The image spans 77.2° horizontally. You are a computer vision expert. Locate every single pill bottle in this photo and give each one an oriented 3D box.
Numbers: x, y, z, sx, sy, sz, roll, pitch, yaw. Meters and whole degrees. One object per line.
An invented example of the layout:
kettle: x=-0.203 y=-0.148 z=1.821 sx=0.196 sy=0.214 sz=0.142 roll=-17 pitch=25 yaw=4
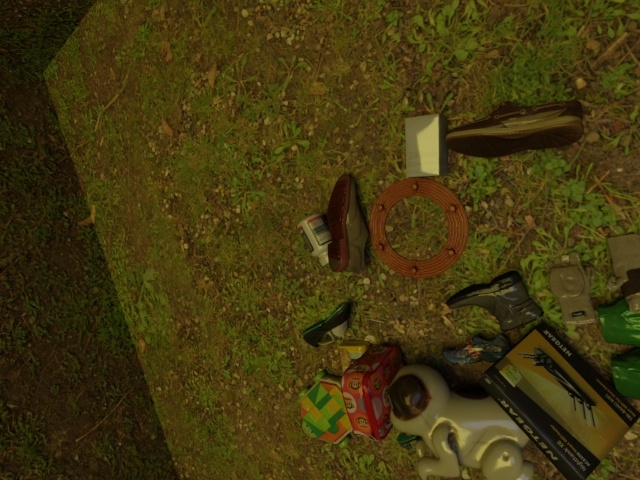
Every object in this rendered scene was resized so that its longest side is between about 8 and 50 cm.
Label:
pill bottle: x=0.000 y=0.000 z=1.470 sx=0.108 sy=0.108 sz=0.180 roll=-33 pitch=80 yaw=32

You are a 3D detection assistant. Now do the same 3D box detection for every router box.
router box: x=0.619 y=0.412 z=1.060 sx=0.309 sy=0.243 sz=0.081 roll=48 pitch=161 yaw=23

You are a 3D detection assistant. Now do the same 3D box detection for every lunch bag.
lunch bag: x=0.193 y=0.506 z=1.323 sx=0.120 sy=0.293 sz=0.258 roll=-10 pitch=97 yaw=35

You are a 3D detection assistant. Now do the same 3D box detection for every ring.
ring: x=0.308 y=-0.037 z=1.316 sx=0.337 sy=0.032 sz=0.336 roll=5 pitch=100 yaw=31

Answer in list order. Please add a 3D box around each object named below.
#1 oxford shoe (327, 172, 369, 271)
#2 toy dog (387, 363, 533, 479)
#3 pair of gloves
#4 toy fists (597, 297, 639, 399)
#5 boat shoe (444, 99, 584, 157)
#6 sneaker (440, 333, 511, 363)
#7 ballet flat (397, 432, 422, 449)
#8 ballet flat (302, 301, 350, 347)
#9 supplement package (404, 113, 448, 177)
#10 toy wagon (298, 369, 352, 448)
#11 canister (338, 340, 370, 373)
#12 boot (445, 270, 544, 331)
oxford shoe: x=0.103 y=-0.059 z=1.408 sx=0.123 sy=0.130 sz=0.347 roll=-7 pitch=79 yaw=64
toy dog: x=0.392 y=0.521 z=1.172 sx=0.408 sy=0.285 sz=0.395 roll=22 pitch=103 yaw=15
pair of gloves: x=0.724 y=0.104 z=1.027 sx=0.240 sy=0.042 sz=0.204 roll=-23 pitch=52 yaw=28
toy fists: x=0.818 y=0.275 z=1.013 sx=0.142 sy=0.096 sz=0.278 roll=-12 pitch=93 yaw=46
boat shoe: x=0.522 y=-0.317 z=1.103 sx=0.342 sy=0.123 sz=0.123 roll=-1 pitch=68 yaw=37
sneaker: x=0.485 y=0.337 z=1.250 sx=0.221 sy=0.083 sz=0.087 roll=-15 pitch=71 yaw=32
ballet flat: x=0.358 y=0.684 z=1.395 sx=0.188 sy=0.070 sz=0.070 roll=-34 pitch=80 yaw=33
ballet flat: x=0.041 y=0.327 z=1.516 sx=0.096 sy=0.095 sz=0.280 roll=51 pitch=130 yaw=4
supplement package: x=0.325 y=-0.285 z=1.220 sx=0.105 sy=0.105 sz=0.179 roll=3 pitch=100 yaw=33
toy wagon: x=0.022 y=0.694 z=1.594 sx=0.267 sy=0.068 sz=0.344 roll=46 pitch=118 yaw=18
canister: x=0.136 y=0.464 z=1.483 sx=0.126 sy=0.073 sz=0.169 roll=-9 pitch=92 yaw=32
boot: x=0.515 y=0.206 z=1.202 sx=0.247 sy=0.083 sz=0.161 roll=-28 pitch=88 yaw=34
